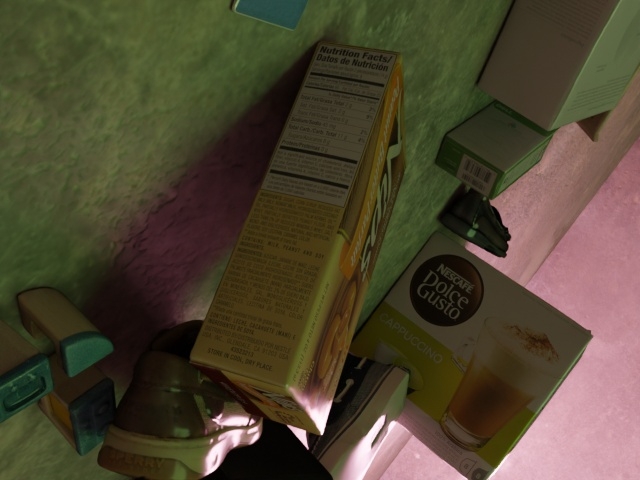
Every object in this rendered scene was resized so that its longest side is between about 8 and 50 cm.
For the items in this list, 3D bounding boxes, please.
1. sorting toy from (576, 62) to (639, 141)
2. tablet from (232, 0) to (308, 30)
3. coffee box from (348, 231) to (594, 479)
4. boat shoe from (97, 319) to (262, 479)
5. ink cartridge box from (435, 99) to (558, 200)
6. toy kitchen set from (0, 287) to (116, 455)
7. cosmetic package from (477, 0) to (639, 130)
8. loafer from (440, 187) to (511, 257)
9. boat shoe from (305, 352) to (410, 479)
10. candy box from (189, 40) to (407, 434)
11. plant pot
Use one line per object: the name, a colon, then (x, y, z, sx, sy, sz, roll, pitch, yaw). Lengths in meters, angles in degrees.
sorting toy: (0.456, -0.298, 1.117, 0.038, 0.193, 0.208, 5, 128, -15)
tablet: (-0.033, -0.197, 0.525, 0.083, 0.006, 0.054, -9, 132, -57)
coffee box: (0.292, 0.236, 1.332, 0.334, 0.338, 0.338, -53, 156, -1)
boat shoe: (-0.123, 0.143, 0.681, 0.342, 0.123, 0.123, 47, 49, -82)
ink cartridge box: (0.289, -0.156, 1.055, 0.209, 0.109, 0.062, -36, 152, -35)
toy kitchen set: (-0.242, 0.161, 0.501, 0.207, 0.122, 0.166, -33, 150, -37)
cosmetic package: (0.373, -0.299, 0.953, 0.224, 0.138, 0.224, -21, 140, -43)
loafer: (0.327, -0.033, 1.315, 0.095, 0.109, 0.302, -60, 153, 7)
boat shoe: (0.010, 0.300, 1.076, 0.340, 0.158, 0.127, -36, 137, -52)
candy box: (0.000, 0.000, 0.619, 0.183, 0.088, 0.316, 74, 32, -62)
plant pot: (-0.133, 0.325, 0.891, 0.187, 0.188, 0.167, -54, 143, 6)
